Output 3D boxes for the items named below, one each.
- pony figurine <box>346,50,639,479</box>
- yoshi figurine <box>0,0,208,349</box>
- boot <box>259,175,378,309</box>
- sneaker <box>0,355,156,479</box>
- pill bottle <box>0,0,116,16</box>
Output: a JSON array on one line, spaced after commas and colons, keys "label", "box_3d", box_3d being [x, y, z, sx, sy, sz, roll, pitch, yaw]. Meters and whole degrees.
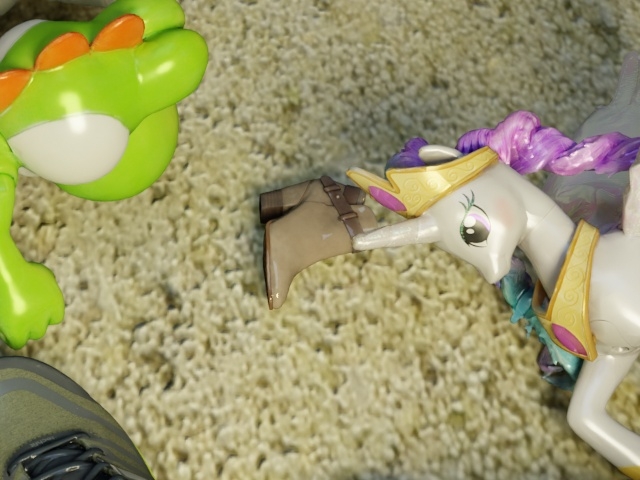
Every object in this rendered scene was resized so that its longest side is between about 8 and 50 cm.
[{"label": "pony figurine", "box_3d": [0.241, -0.016, 0.924, 0.363, 0.303, 0.351, 42, 69, 6]}, {"label": "yoshi figurine", "box_3d": [-0.238, -0.041, 0.969, 0.362, 0.203, 0.203, -30, 20, -8]}, {"label": "boot", "box_3d": [0.000, 0.000, 1.005, 0.087, 0.042, 0.118, 0, 54, -7]}, {"label": "sneaker", "box_3d": [-0.126, 0.171, 0.817, 0.111, 0.121, 0.300, -31, 62, -25]}, {"label": "pill bottle", "box_3d": [-0.357, -0.293, 1.076, 0.407, 0.229, 0.229, 7, 53, 1]}]
